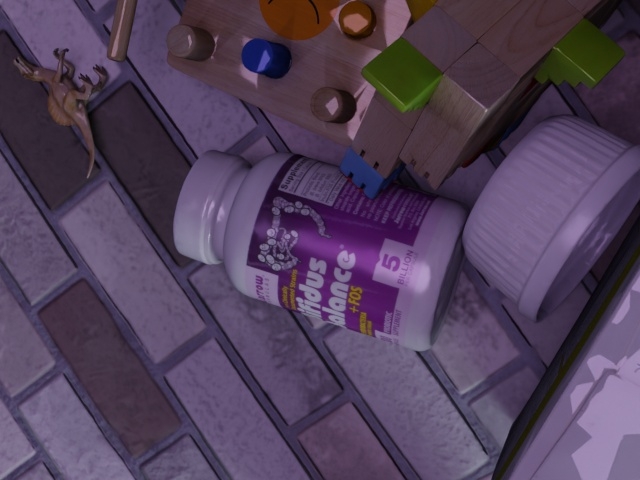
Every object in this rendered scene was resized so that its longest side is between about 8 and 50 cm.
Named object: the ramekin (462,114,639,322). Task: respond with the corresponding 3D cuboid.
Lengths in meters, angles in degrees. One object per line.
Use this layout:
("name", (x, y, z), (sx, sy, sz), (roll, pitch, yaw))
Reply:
("ramekin", (0.235, -0.030, 1.065), (0.109, 0.207, 0.207), (37, 104, 18))

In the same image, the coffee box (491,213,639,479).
("coffee box", (0.384, 0.172, 0.969), (0.337, 0.334, 0.338), (30, 105, 10))

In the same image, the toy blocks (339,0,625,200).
("toy blocks", (0.167, -0.172, 1.023), (0.191, 0.261, 0.381), (43, 65, 8))

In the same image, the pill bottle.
("pill bottle", (0.000, 0.000, 1.150), (0.301, 0.169, 0.169), (17, 100, 14))

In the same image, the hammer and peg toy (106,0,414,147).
("hammer and peg toy", (-0.068, -0.279, 1.166), (0.361, 0.127, 0.266), (25, 102, 16))

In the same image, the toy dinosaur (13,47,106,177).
("toy dinosaur", (-0.301, -0.172, 1.291), (0.183, 0.053, 0.092), (52, 122, 13))
